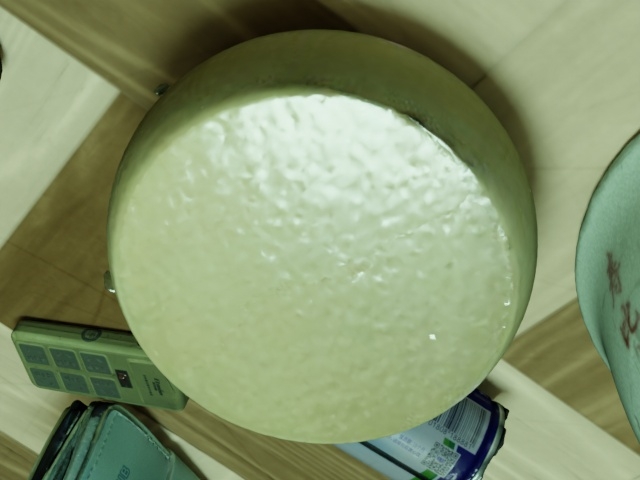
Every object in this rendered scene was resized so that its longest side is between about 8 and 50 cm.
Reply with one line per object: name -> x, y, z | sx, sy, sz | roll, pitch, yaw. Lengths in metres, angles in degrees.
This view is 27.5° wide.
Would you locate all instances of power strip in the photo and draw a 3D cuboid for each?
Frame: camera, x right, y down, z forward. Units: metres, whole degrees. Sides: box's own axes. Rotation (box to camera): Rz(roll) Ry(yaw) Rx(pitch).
power strip -> -0.182, 0.108, 1.118 | 0.169, 0.028, 0.076 | 6, 135, 19

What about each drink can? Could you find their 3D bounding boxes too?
drink can -> 0.018, 0.104, 0.975 | 0.235, 0.097, 0.097 | 31, 138, -10

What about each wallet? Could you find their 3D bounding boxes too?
wallet -> -0.166, 0.274, 1.168 | 0.075, 0.176, 0.250 | -6, 138, 35

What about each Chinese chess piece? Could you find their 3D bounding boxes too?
Chinese chess piece -> 0.000, 0.000, 0.815 | 0.273, 0.102, 0.273 | 3, 119, 6

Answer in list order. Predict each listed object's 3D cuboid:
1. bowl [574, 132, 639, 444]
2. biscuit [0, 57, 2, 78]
bowl -> 0.350, 0.107, 0.753 | 0.435, 0.196, 0.434 | 12, 137, 11
biscuit -> -0.321, -0.108, 0.934 | 0.219, 0.061, 0.055 | -4, 177, 30
